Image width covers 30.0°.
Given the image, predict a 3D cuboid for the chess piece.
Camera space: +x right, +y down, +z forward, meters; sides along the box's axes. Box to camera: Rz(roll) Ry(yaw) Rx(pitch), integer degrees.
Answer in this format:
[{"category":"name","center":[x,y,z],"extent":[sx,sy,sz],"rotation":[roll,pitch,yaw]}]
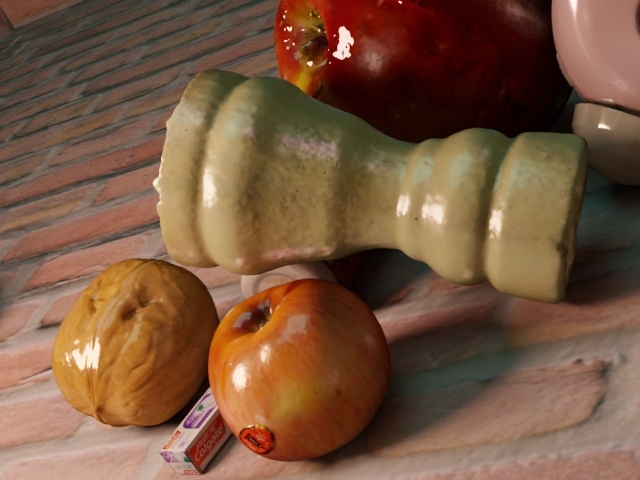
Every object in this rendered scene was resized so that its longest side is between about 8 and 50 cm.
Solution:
[{"category":"chess piece","center":[0.064,-0.049,1.317],"extent":[0.442,0.234,0.234],"rotation":[10,36,13]}]

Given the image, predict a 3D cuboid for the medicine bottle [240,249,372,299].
[{"category":"medicine bottle","center":[0.000,0.000,1.533],"extent":[0.131,0.131,0.250],"rotation":[-11,30,33]}]

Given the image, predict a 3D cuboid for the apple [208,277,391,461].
[{"category":"apple","center":[-0.024,0.133,1.262],"extent":[0.209,0.164,0.209],"rotation":[-26,23,12]}]

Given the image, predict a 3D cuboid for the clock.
[{"category":"clock","center":[0.423,-0.256,1.379],"extent":[0.342,0.326,0.184],"rotation":[-23,-2,15]}]

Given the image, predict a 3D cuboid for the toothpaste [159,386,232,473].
[{"category":"toothpaste","center":[-0.111,0.190,1.392],"extent":[0.047,0.040,0.196],"rotation":[-11,29,42]}]

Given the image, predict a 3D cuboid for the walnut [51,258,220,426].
[{"category":"walnut","center":[-0.222,0.128,1.471],"extent":[0.193,0.193,0.226],"rotation":[-14,38,29]}]

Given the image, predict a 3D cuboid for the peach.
[{"category":"peach","center":[0.149,-0.250,1.588],"extent":[0.416,0.353,0.339],"rotation":[-4,-30,-33]}]
